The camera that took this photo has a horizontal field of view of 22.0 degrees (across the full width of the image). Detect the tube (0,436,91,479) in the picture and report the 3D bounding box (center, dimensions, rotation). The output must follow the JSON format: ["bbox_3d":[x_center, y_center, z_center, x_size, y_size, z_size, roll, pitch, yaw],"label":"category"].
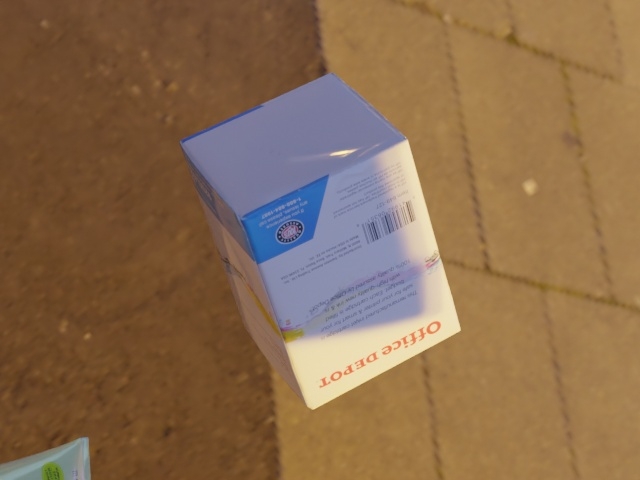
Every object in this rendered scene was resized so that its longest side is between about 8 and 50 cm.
[{"bbox_3d":[-0.234,0.189,1.103,0.062,0.070,0.240,43,22,27],"label":"tube"}]

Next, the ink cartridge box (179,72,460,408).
[{"bbox_3d":[0.000,0.000,1.550,0.171,0.168,0.232,-26,125,-12],"label":"ink cartridge box"}]
